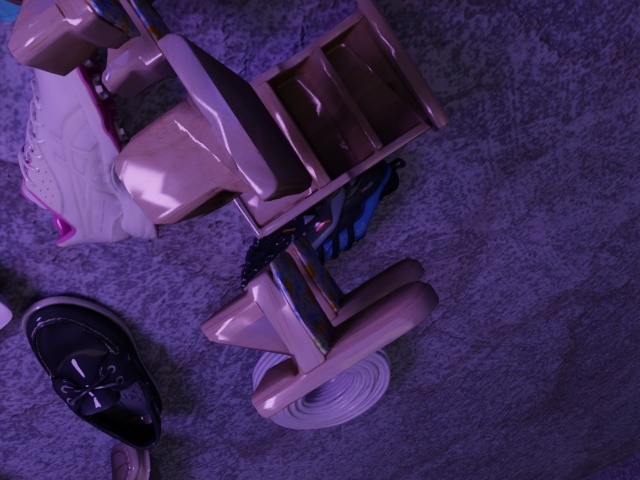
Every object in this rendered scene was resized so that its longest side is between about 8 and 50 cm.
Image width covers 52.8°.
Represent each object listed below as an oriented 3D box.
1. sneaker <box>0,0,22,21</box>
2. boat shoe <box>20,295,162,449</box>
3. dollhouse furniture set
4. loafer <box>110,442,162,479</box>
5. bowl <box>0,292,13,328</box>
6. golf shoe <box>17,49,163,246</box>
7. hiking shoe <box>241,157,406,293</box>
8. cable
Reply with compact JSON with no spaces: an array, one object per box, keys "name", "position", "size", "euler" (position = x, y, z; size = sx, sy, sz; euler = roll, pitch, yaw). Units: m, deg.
[{"name":"sneaker","position":[-0.290,-0.266,0.505],"size":[0.295,0.124,0.179],"euler":[-9,126,-22]},{"name":"boat shoe","position":[-0.326,0.216,0.962],"size":[0.127,0.113,0.340],"euler":[-20,138,-8]},{"name":"dollhouse furniture set","position":[-0.018,-0.117,0.586],"size":[0.256,0.362,0.394],"euler":[-34,-178,7]},{"name":"loafer","position":[-0.341,0.450,1.205],"size":[0.092,0.102,0.269],"euler":[-5,143,-26]},{"name":"bowl","position":[-0.475,0.080,0.793],"size":[0.142,0.053,0.142],"euler":[-32,138,3]},{"name":"golf shoe","position":[-0.268,-0.100,0.685],"size":[0.140,0.115,0.306],"euler":[-17,136,-8]},{"name":"hiking shoe","position":[0.000,0.000,0.921],"size":[0.132,0.113,0.304],"euler":[16,122,-37]},{"name":"cable","position":[0.005,0.254,1.194],"size":[0.257,0.089,0.257],"euler":[-18,137,-12]}]
